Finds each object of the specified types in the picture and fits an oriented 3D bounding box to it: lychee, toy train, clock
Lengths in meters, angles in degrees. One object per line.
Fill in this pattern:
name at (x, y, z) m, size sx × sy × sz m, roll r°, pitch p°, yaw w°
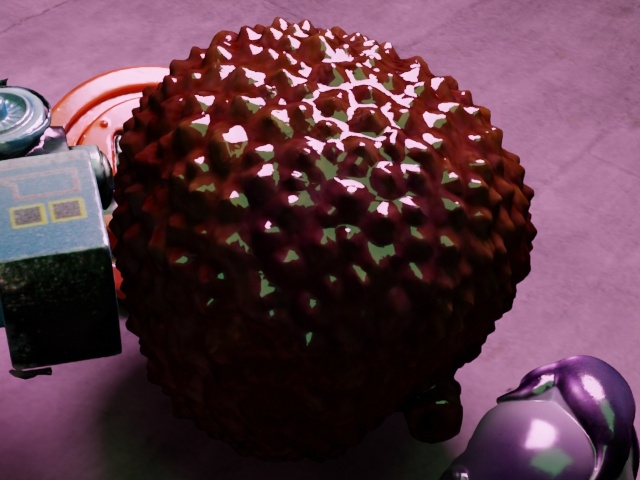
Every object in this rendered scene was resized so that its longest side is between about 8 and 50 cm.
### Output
lychee at (0.000, 0.000, 1.165) m, size 0.306 × 0.306 × 0.330 m, roll -24°, pitch 73°, yaw -44°
toy train at (-0.272, 0.004, 1.055) m, size 0.298 × 0.120 × 0.194 m, roll -9°, pitch 40°, yaw -10°
clock at (-0.130, -0.047, 1.331) m, size 0.205 × 0.051 × 0.205 m, roll 5°, pitch 66°, yaw -12°

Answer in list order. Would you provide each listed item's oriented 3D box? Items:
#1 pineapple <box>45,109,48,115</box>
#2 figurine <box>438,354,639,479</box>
pineapple at (-0.277, -0.071, 1.372) m, size 0.159 × 0.074 × 0.074 m, roll -3°, pitch 37°, yaw -14°
figurine at (0.150, 0.170, 1.125) m, size 0.145 × 0.145 × 0.222 m, roll 15°, pitch 39°, yaw 0°
